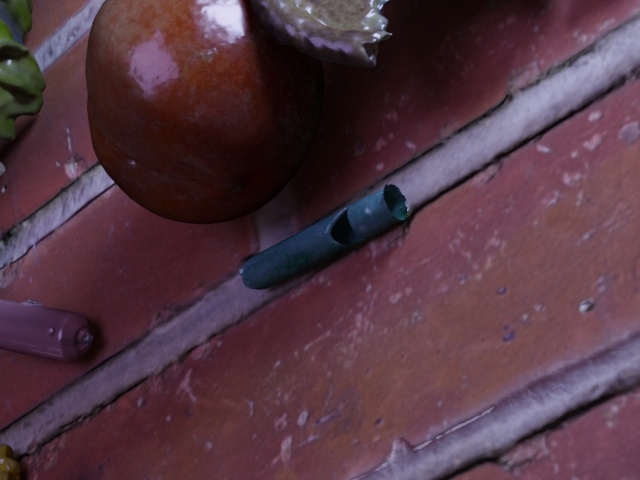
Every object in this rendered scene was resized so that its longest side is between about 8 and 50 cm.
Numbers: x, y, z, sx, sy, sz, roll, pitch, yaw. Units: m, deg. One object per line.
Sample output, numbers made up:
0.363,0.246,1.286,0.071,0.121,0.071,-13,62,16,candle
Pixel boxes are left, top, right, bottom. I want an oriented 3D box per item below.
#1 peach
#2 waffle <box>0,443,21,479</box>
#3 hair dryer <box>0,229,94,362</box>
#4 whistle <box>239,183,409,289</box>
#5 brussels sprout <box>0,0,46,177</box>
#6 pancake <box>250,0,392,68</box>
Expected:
-0.111,-0.141,1.208,0.252,0.252,0.253,-17,63,38,peach
-0.422,0.363,1.408,0.280,0.060,0.262,-50,39,1,waffle
-0.386,0.074,1.485,0.352,0.125,0.210,7,78,34,hair dryer
0.000,0.000,1.188,0.186,0.039,0.039,-27,58,34,whistle
-0.566,-0.274,1.592,0.342,0.361,0.425,-45,48,16,brussels sprout
0.073,-0.265,1.117,0.288,0.033,0.286,8,57,16,pancake
